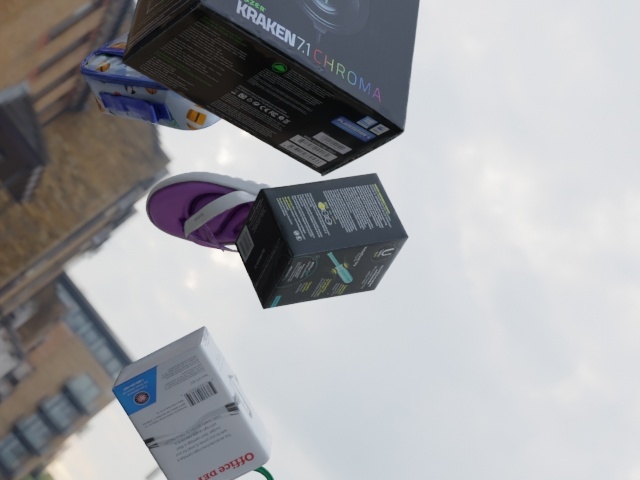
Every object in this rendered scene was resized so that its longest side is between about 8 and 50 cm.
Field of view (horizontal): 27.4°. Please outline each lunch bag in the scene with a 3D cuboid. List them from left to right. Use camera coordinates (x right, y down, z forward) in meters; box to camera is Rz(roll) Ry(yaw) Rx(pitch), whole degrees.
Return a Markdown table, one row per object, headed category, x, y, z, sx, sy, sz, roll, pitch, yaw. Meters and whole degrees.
| category | x | y | z | sx | sy | sz | roll | pitch | yaw |
| --- | --- | --- | --- | --- | --- | --- | --- | --- | --- |
| lunch bag | -0.213 | -0.266 | 2.009 | 0.303 | 0.243 | 0.115 | 14 | -48 | 46 |

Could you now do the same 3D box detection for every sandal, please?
| category | x | y | z | sx | sy | sz | roll | pitch | yaw |
| --- | --- | --- | --- | --- | --- | --- | --- | --- | --- |
| sandal | -0.154 | -0.031 | 2.377 | 0.416 | 0.102 | 0.169 | 5 | -49 | 27 |

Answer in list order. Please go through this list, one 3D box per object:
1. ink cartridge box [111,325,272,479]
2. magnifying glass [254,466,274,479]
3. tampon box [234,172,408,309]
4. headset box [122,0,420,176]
| category | x | y | z | sx | sy | sz | roll | pitch | yaw |
| --- | --- | --- | --- | --- | --- | --- | --- | --- | --- |
| ink cartridge box | -0.181 | 0.250 | 1.884 | 0.203 | 0.148 | 0.086 | 61 | 8 | -14 |
| magnifying glass | -0.085 | 0.485 | 2.302 | 0.231 | 0.092 | 0.026 | 48 | -26 | 24 |
| tampon box | 0.000 | 0.000 | 1.576 | 0.101 | 0.161 | 0.120 | 65 | -33 | 27 |
| headset box | -0.032 | -0.250 | 1.268 | 0.246 | 0.283 | 0.131 | 29 | -35 | -31 |
